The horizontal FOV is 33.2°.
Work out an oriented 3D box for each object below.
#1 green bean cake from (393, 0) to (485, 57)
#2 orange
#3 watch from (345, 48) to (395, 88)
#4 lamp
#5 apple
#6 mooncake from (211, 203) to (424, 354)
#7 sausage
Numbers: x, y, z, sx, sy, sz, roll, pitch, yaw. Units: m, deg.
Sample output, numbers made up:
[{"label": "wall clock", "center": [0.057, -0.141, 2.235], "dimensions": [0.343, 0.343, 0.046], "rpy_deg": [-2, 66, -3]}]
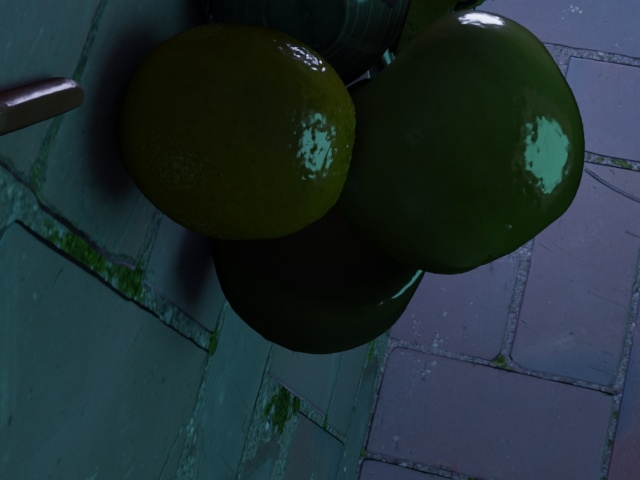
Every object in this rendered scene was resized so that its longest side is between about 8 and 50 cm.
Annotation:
[{"label": "green bean cake", "center": [0.177, -0.397, 1.799], "dimensions": [0.202, 0.285, 0.309], "rpy_deg": [-67, 165, -57]}, {"label": "orange", "center": [-0.082, -0.106, 1.052], "dimensions": [0.236, 0.236, 0.236], "rpy_deg": [12, 90, -77]}, {"label": "watch", "center": [0.034, -0.235, 1.657], "dimensions": [0.244, 0.196, 0.231], "rpy_deg": [-41, 119, -71]}, {"label": "lamp", "center": [-0.009, -0.296, 1.205], "dimensions": [0.233, 0.233, 0.265], "rpy_deg": [-62, 153, -51]}, {"label": "apple", "center": [0.148, -0.103, 1.186], "dimensions": [0.292, 0.254, 0.292], "rpy_deg": [-38, -179, 1]}, {"label": "mooncake", "center": [0.000, 0.000, 1.367], "dimensions": [0.155, 0.285, 0.284], "rpy_deg": [95, 12, -62]}, {"label": "sausage", "center": [-0.229, -0.106, 0.846], "dimensions": [0.147, 0.030, 0.035], "rpy_deg": [-48, 149, -66]}]
